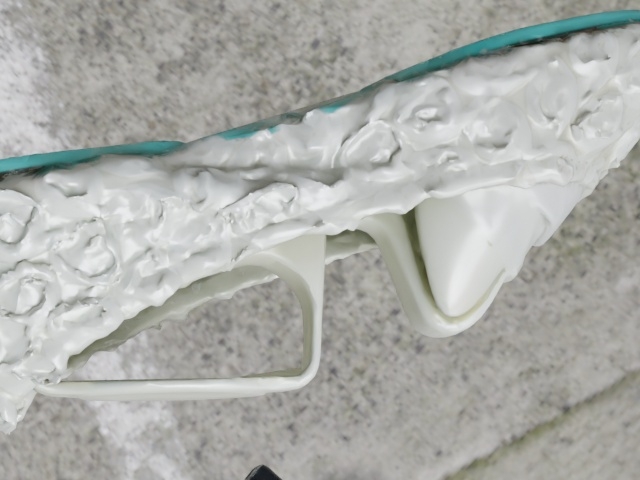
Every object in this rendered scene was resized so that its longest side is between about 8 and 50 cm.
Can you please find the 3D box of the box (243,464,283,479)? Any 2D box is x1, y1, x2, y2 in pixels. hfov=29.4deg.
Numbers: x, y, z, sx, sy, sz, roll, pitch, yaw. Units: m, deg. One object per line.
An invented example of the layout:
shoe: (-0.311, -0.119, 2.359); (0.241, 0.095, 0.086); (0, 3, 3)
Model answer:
box: (0.003, 0.271, 0.593); (0.184, 0.261, 0.103); (-42, 164, -37)

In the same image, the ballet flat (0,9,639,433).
ballet flat: (0.000, 0.000, 0.589); (0.409, 0.147, 0.147); (-15, 125, -12)
